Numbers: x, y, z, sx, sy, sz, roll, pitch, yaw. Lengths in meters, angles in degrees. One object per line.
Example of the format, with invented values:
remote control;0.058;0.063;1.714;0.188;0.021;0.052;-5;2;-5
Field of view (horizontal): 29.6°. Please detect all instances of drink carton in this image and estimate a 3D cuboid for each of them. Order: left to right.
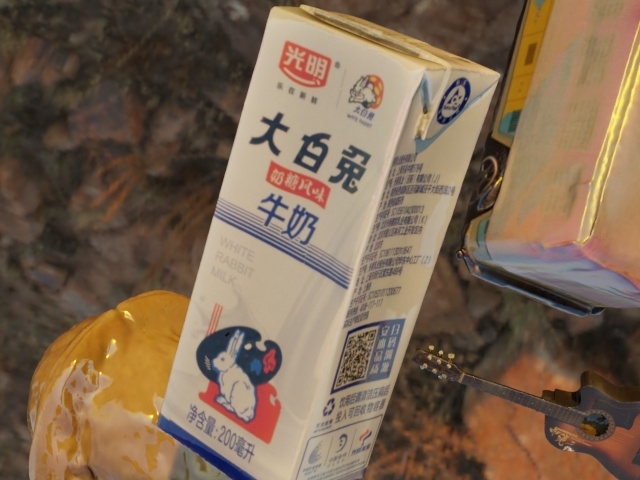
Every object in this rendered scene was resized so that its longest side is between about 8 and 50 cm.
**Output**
drink carton;0.001;0.009;0.823;0.130;0.315;0.106;27;-161;31

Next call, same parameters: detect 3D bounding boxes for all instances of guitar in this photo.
guitar;0.185;0.131;0.979;0.233;0.025;0.088;20;120;0

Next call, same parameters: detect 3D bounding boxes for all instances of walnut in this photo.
walnut;-0.239;0.275;1.640;0.383;0.383;0.383;13;153;7

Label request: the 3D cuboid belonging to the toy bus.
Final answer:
toy bus;0.261;-0.134;1.006;0.171;0.386;0.162;21;170;-30
